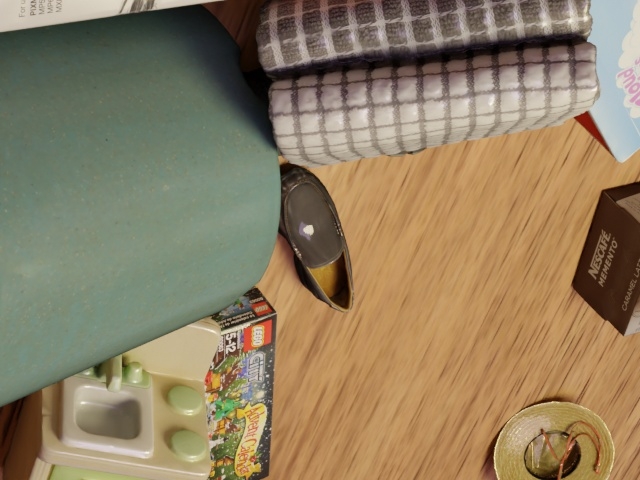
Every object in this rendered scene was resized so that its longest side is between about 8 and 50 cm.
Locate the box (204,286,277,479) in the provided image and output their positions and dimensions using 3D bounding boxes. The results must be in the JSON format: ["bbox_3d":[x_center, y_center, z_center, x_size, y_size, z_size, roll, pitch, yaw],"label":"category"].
[{"bbox_3d":[-0.125,0.165,1.615,0.159,0.044,0.233,-18,135,-23],"label":"box"}]

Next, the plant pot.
[{"bbox_3d":[-0.232,-0.032,1.168,0.334,0.341,0.341,-18,136,-36],"label":"plant pot"}]

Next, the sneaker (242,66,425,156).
[{"bbox_3d":[-0.018,-0.129,1.415,0.267,0.101,0.106,-4,108,-36],"label":"sneaker"}]

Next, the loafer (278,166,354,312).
[{"bbox_3d":[0.000,0.000,1.548,0.062,0.061,0.170,-33,138,-7],"label":"loafer"}]

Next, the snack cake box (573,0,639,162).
[{"bbox_3d":[0.215,-0.204,1.459,0.089,0.152,0.264,-41,140,1],"label":"snack cake box"}]

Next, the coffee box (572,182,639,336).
[{"bbox_3d":[0.419,0.002,1.840,0.246,0.098,0.141,-12,132,-29],"label":"coffee box"}]

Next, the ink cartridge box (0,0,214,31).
[{"bbox_3d":[-0.145,-0.246,1.113,0.273,0.197,0.114,-14,132,-28],"label":"ink cartridge box"}]

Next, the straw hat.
[{"bbox_3d":[0.277,0.257,1.986,0.144,0.144,0.061,-41,-178,1],"label":"straw hat"}]

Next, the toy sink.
[{"bbox_3d":[-0.186,0.184,1.469,0.153,0.131,0.234,12,127,-18],"label":"toy sink"}]

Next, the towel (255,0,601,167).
[{"bbox_3d":[0.083,-0.133,1.225,0.235,0.121,0.284,-9,-179,6],"label":"towel"}]
